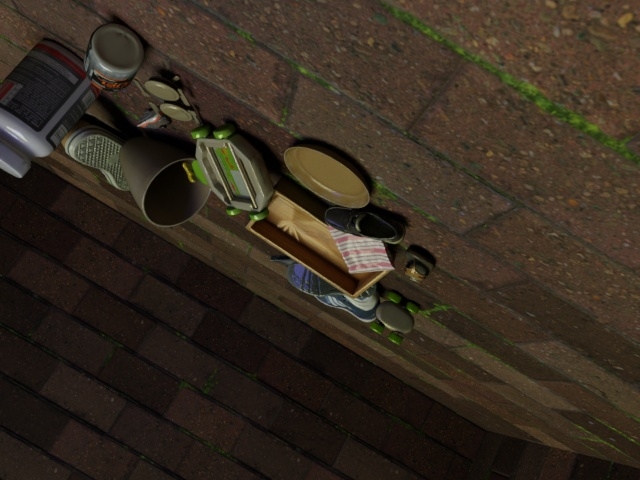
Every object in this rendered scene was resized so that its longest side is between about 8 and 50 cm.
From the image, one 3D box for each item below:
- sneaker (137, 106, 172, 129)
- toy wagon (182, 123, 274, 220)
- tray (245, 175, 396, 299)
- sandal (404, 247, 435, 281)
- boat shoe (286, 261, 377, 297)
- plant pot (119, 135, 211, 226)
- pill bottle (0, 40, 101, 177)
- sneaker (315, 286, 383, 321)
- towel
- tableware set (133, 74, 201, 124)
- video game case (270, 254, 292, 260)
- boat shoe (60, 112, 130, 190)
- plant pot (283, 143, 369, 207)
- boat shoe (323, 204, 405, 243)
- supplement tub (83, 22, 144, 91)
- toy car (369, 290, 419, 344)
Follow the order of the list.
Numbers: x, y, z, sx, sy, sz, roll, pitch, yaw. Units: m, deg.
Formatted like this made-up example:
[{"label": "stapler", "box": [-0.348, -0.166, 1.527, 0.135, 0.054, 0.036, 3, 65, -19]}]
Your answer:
[{"label": "sneaker", "box": [-0.493, -0.350, 1.508, 0.065, 0.061, 0.158, 35, 164, -36]}, {"label": "toy wagon", "box": [-0.271, -0.196, 1.425, 0.344, 0.068, 0.267, 13, 132, 46]}, {"label": "tray", "box": [0.000, 0.000, 1.521, 0.410, 0.076, 0.203, 35, 135, -10]}, {"label": "sandal", "box": [0.271, 0.085, 1.459, 0.090, 0.060, 0.219, 27, 163, 10]}, {"label": "boat shoe", "box": [0.041, 0.131, 1.782, 0.320, 0.118, 0.103, 5, -168, 10]}, {"label": "plant pot", "box": [-0.541, -0.226, 1.685, 0.274, 0.256, 0.256, 40, 169, 29]}, {"label": "pill bottle", "box": [-0.828, -0.376, 1.466, 0.210, 0.363, 0.210, 27, 162, 10]}, {"label": "sneaker", "box": [0.085, 0.174, 1.941, 0.322, 0.130, 0.236, 27, 154, 25]}, {"label": "towel", "box": [0.115, 0.020, 1.420, 0.144, 0.029, 0.197, -7, 128, 27]}, {"label": "tableware set", "box": [-0.383, -0.368, 1.304, 0.128, 0.039, 0.194, 13, 167, 5]}, {"label": "video game case", "box": [-0.055, 0.088, 1.961, 0.196, 0.026, 0.274, 16, 169, -25]}, {"label": "boat shoe", "box": [-0.746, -0.313, 1.800, 0.156, 0.187, 0.500, 46, 180, 13]}, {"label": "plant pot", "box": [0.020, -0.161, 1.233, 0.236, 0.032, 0.236, 28, 164, 9]}, {"label": "boat shoe", "box": [0.107, -0.048, 1.301, 0.223, 0.080, 0.073, 18, 180, 20]}, {"label": "supplement tub", "box": [-0.493, -0.423, 1.201, 0.117, 0.117, 0.190, 38, 162, -23]}, {"label": "toy car", "box": [0.268, 0.285, 1.905, 0.149, 0.155, 0.188, 30, 175, 1]}]
